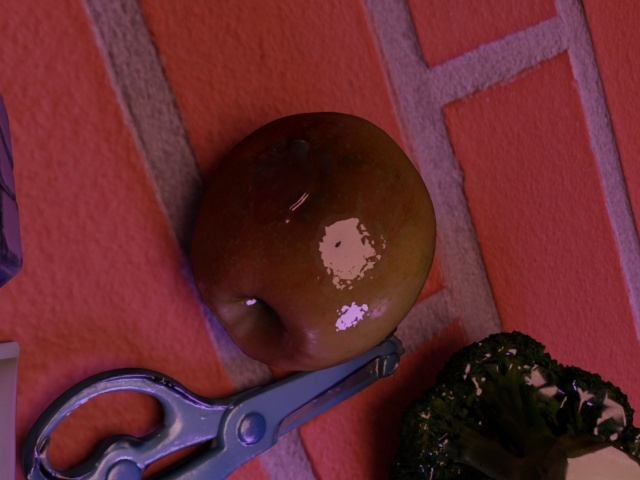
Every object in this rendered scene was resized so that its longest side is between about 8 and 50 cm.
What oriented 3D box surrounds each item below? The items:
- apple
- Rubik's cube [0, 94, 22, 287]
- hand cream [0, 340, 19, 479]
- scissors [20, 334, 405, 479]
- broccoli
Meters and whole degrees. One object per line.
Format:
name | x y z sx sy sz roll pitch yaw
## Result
apple | 0.000 0.000 0.734 0.207 0.174 0.188 39 49 -16
Rubik's cube | -0.310 -0.047 0.446 0.319 0.319 0.264 -36 85 -31
hand cream | -0.248 0.178 0.630 0.078 0.050 0.204 0 88 -56
scissors | -0.074 0.159 0.767 0.393 0.032 0.180 -20 109 -35
broccoli | 0.205 0.243 0.826 0.298 0.297 0.297 1 85 -7
